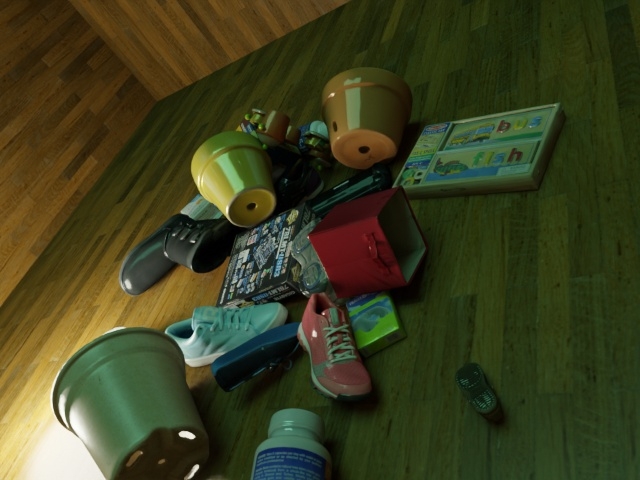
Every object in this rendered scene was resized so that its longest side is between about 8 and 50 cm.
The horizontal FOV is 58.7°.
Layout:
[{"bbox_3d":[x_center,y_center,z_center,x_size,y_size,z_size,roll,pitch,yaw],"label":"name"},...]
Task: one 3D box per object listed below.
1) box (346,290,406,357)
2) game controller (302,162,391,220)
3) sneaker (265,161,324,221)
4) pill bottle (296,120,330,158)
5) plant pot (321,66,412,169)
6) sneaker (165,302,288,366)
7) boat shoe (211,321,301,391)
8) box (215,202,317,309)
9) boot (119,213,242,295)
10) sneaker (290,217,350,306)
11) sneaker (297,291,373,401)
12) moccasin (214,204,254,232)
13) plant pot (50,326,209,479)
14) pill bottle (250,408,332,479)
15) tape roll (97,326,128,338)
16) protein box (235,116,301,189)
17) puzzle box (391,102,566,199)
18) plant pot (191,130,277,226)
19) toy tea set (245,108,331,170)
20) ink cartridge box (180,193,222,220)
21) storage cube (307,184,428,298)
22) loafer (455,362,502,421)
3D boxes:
[{"bbox_3d":[0.124,0.175,1.317,0.109,0.042,0.178,-30,34,13],"label":"box"},{"bbox_3d":[0.071,-0.133,1.744,0.319,0.067,0.166,-26,20,18],"label":"game controller"},{"bbox_3d":[-0.118,-0.140,1.852,0.107,0.124,0.283,23,67,43],"label":"sneaker"},{"bbox_3d":[-0.026,-0.372,2.070,0.187,0.112,0.112,-14,40,35],"label":"pill bottle"},{"bbox_3d":[0.140,-0.358,1.762,0.291,0.291,0.203,-16,55,32],"label":"plant pot"},{"bbox_3d":[-0.267,0.235,1.530,0.366,0.150,0.135,-25,36,21],"label":"sneaker"},{"bbox_3d":[-0.138,0.283,1.393,0.259,0.088,0.109,-22,15,-14],"label":"boat shoe"},{"bbox_3d":[-0.157,0.060,1.659,0.294,0.073,0.295,-22,41,33],"label":"box"},{"bbox_3d":[-0.484,0.065,1.941,0.445,0.146,0.367,12,62,52],"label":"boot"},{"bbox_3d":[0.004,0.059,1.492,0.111,0.129,0.297,-36,37,24],"label":"sneaker"},{"bbox_3d":[0.022,0.222,1.237,0.116,0.136,0.314,-3,26,-20],"label":"sneaker"},{"bbox_3d":[-0.310,-0.121,2.022,0.116,0.138,0.342,-55,28,22],"label":"moccasin"},{"bbox_3d":[-0.423,0.426,1.335,0.334,0.333,0.305,-44,44,-7],"label":"plant pot"},{"bbox_3d":[-0.056,0.458,1.047,0.152,0.152,0.271,-22,36,25],"label":"pill bottle"},{"bbox_3d":[-0.651,0.407,1.747,0.286,0.100,0.286,-26,34,20],"label":"tape roll"},{"bbox_3d":[-0.216,-0.294,2.000,0.201,0.200,0.136,-50,47,26],"label":"protein box"},{"bbox_3d":[0.414,-0.232,1.519,0.409,0.052,0.272,-2,47,44],"label":"puzzle box"},{"bbox_3d":[-0.254,-0.177,1.798,0.254,0.254,0.239,-35,52,6],"label":"plant pot"},{"bbox_3d":[-0.094,-0.316,1.876,0.124,0.336,0.200,-67,24,-1],"label":"toy tea set"},{"bbox_3d":[-0.466,-0.111,2.233,0.104,0.061,0.181,-47,34,-12],"label":"ink cartridge box"},{"bbox_3d":[0.116,0.004,1.356,0.193,0.183,0.215,-15,20,33],"label":"storage cube"},{"bbox_3d":[0.286,0.276,1.028,0.056,0.050,0.148,-29,18,10],"label":"loafer"}]
